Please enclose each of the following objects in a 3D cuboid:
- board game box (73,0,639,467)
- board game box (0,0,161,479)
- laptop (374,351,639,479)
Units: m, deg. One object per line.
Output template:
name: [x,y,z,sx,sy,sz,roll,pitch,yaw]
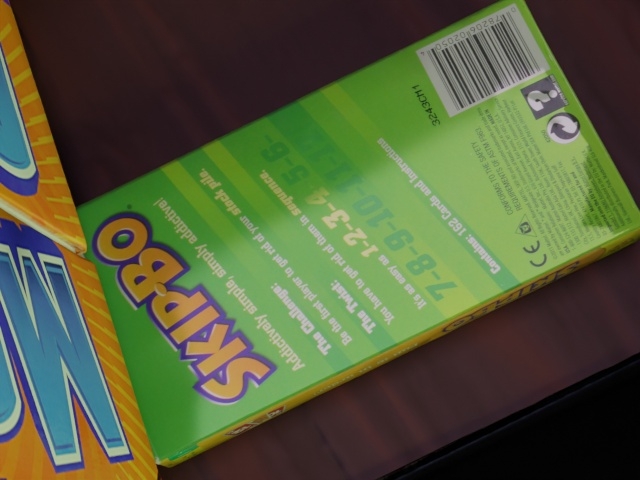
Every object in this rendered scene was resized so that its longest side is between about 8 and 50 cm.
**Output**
board game box: [0.000,0.000,0.693,0.259,0.039,0.124,-25,74,-2]
board game box: [-0.301,0.034,0.540,0.356,0.356,0.356,-22,74,7]
laptop: [0.135,0.301,0.613,0.382,0.236,0.408,-26,103,1]
